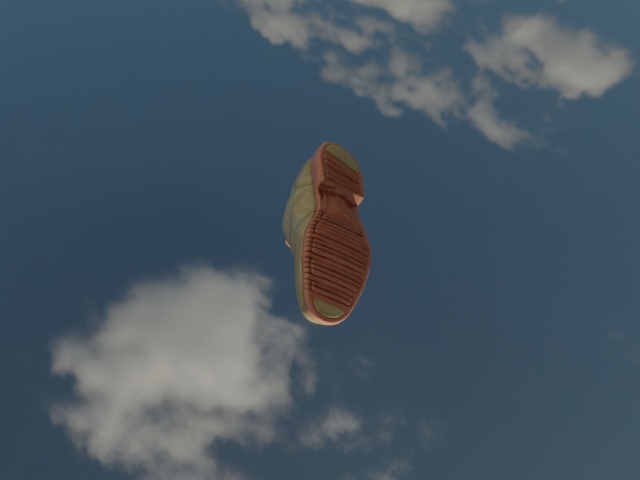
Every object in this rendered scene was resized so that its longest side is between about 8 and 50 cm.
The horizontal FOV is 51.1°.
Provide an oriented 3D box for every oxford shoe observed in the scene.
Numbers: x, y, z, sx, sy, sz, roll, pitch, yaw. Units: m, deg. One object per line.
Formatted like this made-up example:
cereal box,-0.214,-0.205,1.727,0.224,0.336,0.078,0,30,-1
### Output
oxford shoe,0.000,0.000,1.263,0.140,0.146,0.397,30,-135,-26
